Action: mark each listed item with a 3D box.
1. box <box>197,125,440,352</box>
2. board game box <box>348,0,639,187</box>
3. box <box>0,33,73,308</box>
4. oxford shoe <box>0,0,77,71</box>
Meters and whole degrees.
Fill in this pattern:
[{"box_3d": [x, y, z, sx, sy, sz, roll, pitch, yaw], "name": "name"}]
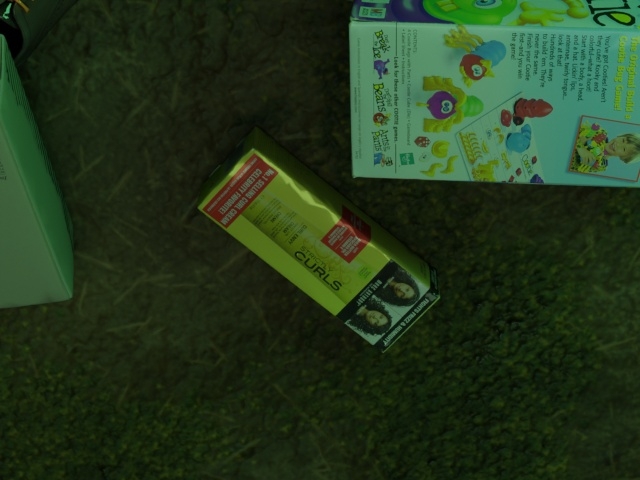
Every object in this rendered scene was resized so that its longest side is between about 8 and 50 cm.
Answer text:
[{"box_3d": [0.000, 0.000, 1.609, 0.232, 0.058, 0.087, 40, 109, -16], "name": "box"}, {"box_3d": [0.166, -0.140, 1.373, 0.275, 0.142, 0.144, 3, 124, 6], "name": "board game box"}, {"box_3d": [-0.296, -0.052, 1.498, 0.113, 0.094, 0.275, -6, 145, 1], "name": "box"}, {"box_3d": [-0.245, -0.226, 1.482, 0.097, 0.098, 0.271, 30, 111, -13], "name": "oxford shoe"}]
